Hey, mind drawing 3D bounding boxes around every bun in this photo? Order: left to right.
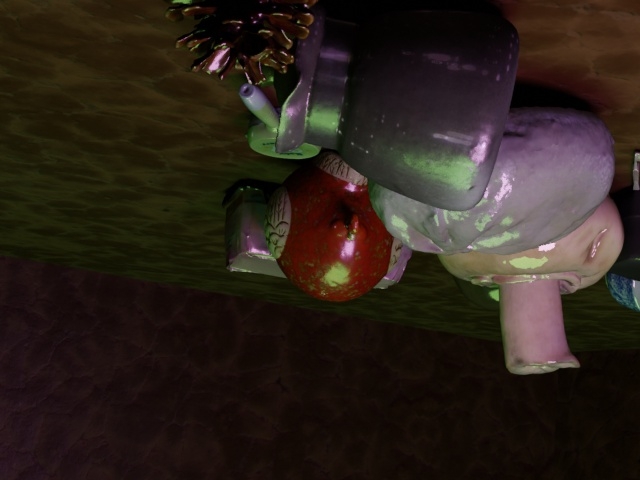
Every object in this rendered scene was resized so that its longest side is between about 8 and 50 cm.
[{"bbox_3d":[0.236,-0.076,1.522,0.354,0.194,0.354,-5,180,0],"label":"bun"}]

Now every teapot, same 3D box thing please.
[{"bbox_3d":[0.068,-0.190,1.270,0.285,0.305,0.223,12,132,1],"label":"teapot"},{"bbox_3d":[0.650,0.070,2.303,0.159,0.159,0.232,-5,138,43],"label":"teapot"}]

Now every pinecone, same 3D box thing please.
[{"bbox_3d":[-0.079,-0.228,1.078,0.163,0.165,0.163,-2,158,-1],"label":"pinecone"}]

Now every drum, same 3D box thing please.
[{"bbox_3d":[-0.087,-0.177,1.631,0.130,0.049,0.253,-1,167,29],"label":"drum"}]

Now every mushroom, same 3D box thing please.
[{"bbox_3d":[0.349,0.050,1.851,0.314,0.336,0.314,-3,168,-1],"label":"mushroom"}]

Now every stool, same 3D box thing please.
[{"bbox_3d":[0.606,-0.007,1.923,0.232,0.141,0.232,5,170,1],"label":"stool"}]

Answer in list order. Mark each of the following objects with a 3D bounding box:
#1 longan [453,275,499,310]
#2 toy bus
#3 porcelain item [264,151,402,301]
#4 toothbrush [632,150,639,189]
[{"bbox_3d":[0.354,0.044,2.180,0.220,0.196,0.196,11,175,39],"label":"longan"},{"bbox_3d":[0.000,0.000,2.193,0.386,0.162,0.171,9,167,-18],"label":"toy bus"},{"bbox_3d":[0.032,-0.026,1.856,0.253,0.253,0.253,5,169,1],"label":"porcelain item"},{"bbox_3d":[0.505,-0.112,1.770,0.017,0.014,0.194,2,168,14],"label":"toothbrush"}]
